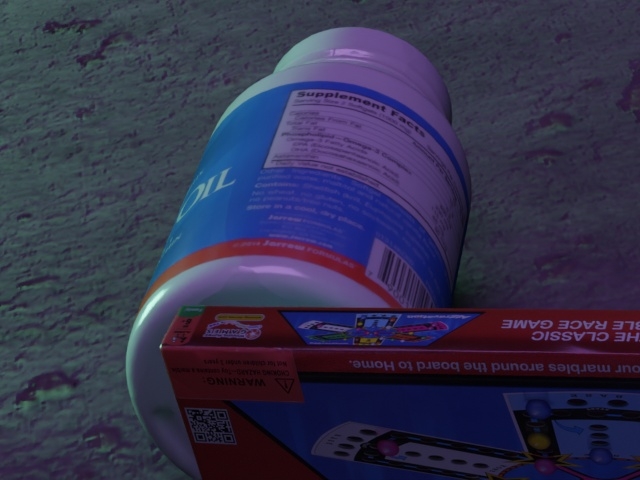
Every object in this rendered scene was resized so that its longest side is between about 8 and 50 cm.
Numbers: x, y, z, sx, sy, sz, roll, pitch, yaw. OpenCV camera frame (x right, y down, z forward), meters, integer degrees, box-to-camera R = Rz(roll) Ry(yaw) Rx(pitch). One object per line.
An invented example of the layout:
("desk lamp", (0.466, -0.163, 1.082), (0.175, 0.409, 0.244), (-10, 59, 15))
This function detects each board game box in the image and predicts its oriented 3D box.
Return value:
("board game box", (0.095, 0.086, 0.623), (0.281, 0.145, 0.027), (0, 37, 19))

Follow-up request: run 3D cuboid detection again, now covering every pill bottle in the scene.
("pill bottle", (0.000, 0.000, 0.808), (0.124, 0.124, 0.221), (-4, 33, 14))
